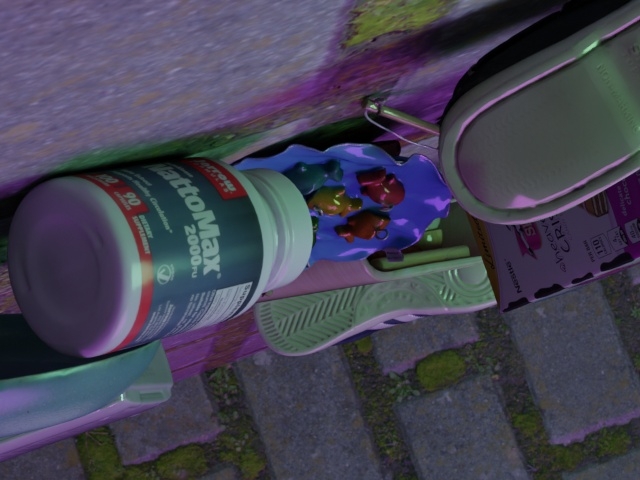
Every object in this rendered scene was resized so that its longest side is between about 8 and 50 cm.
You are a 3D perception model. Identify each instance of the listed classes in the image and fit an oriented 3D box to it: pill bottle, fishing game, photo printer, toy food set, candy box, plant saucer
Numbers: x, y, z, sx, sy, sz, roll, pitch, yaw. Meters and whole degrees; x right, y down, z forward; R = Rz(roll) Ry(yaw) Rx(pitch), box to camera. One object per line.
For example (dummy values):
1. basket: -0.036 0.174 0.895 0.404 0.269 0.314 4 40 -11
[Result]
1. pill bottle: -0.092 0.004 0.998 0.108 0.108 0.180 -25 172 40
2. fishing game: 0.004 -0.014 1.163 0.264 0.041 0.189 -28 146 36
3. photo printer: -0.331 0.175 1.721 0.307 0.107 0.256 -20 174 6
4. toy food set: 0.000 0.000 1.435 0.219 0.092 0.306 -10 178 28
5. candy box: 0.183 -0.053 1.136 0.071 0.159 0.233 -15 172 -26
6. plant saucer: -0.258 0.089 1.032 0.317 0.044 0.317 -3 -174 0

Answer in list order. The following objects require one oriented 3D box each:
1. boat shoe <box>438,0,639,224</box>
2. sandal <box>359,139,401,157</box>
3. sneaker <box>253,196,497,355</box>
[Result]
1. boat shoe: 0.225 -0.119 0.948 0.340 0.127 0.113 -29 -158 10
2. sandal: 0.008 -0.037 1.224 0.072 0.049 0.180 -16 173 -33
3. sneaker: 0.099 0.030 1.809 0.350 0.131 0.148 -16 -178 13
